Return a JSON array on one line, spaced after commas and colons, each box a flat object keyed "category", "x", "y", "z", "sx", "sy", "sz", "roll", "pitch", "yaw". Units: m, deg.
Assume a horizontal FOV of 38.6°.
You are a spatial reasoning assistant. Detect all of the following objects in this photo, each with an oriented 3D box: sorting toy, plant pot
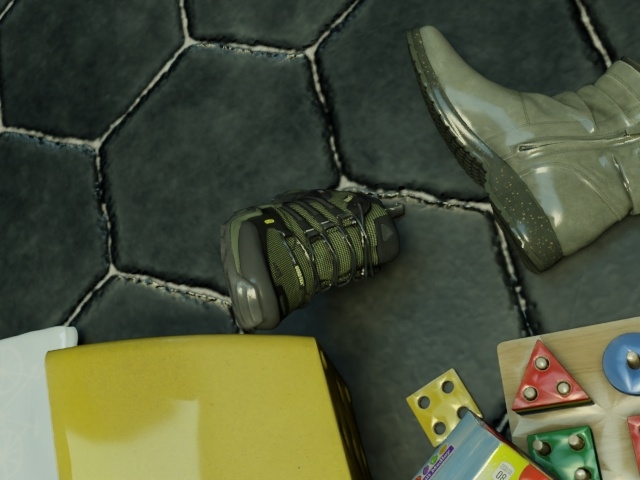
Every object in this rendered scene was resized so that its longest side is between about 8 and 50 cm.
[{"category": "sorting toy", "x": 0.192, "y": 0.126, "z": 0.668, "sx": 0.275, "sy": 0.046, "sz": 0.132, "roll": -13, "pitch": 67, "yaw": 20}, {"category": "plant pot", "x": -0.062, "y": 0.179, "z": 0.684, "sx": 0.187, "sy": 0.212, "sz": 0.212, "roll": -18, "pitch": 65, "yaw": 4}]

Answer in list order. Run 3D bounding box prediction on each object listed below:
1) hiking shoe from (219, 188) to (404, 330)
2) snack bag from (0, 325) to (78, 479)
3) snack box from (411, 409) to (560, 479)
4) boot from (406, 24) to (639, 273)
[{"category": "hiking shoe", "x": 0.000, "y": 0.000, "z": 0.711, "sx": 0.114, "sy": 0.227, "sz": 0.086, "roll": -9, "pitch": 107, "yaw": 18}, {"category": "snack bag", "x": -0.361, "y": 0.255, "z": 0.876, "sx": 0.343, "sy": 0.037, "sz": 0.322, "roll": -16, "pitch": 67, "yaw": 19}, {"category": "snack box", "x": 0.124, "y": 0.241, "z": 0.580, "sx": 0.207, "sy": 0.070, "sz": 0.174, "roll": 40, "pitch": 90, "yaw": -11}, {"category": "boot", "x": 0.186, "y": -0.104, "z": 0.746, "sx": 0.161, "sy": 0.083, "sz": 0.246, "roll": -30, "pitch": 68, "yaw": 4}]
